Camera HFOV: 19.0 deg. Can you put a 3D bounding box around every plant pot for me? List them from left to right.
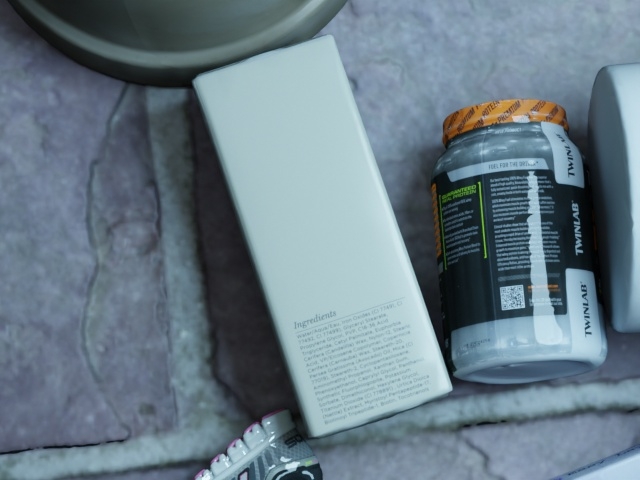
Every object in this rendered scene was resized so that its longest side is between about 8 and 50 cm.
[{"bbox_3d":[-0.109,-0.288,1.328,0.323,0.280,0.323,0,85,0],"label":"plant pot"}]

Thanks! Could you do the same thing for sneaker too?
[{"bbox_3d":[-0.065,0.201,1.381,0.170,0.063,0.075,-43,80,-9],"label":"sneaker"}]

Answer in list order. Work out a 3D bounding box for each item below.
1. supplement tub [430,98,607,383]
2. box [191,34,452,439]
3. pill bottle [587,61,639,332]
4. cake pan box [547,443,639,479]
[{"bbox_3d":[0.141,0.002,1.372,0.117,0.117,0.190,-3,77,-1],"label":"supplement tub"},{"bbox_3d":[0.000,0.000,1.388,0.113,0.094,0.275,-17,84,-2],"label":"box"},{"bbox_3d":[0.394,-0.039,1.330,0.392,0.224,0.224,-3,84,-1],"label":"pill bottle"},{"bbox_3d":[0.292,0.255,1.377,0.266,0.070,0.246,-20,82,-2],"label":"cake pan box"}]
